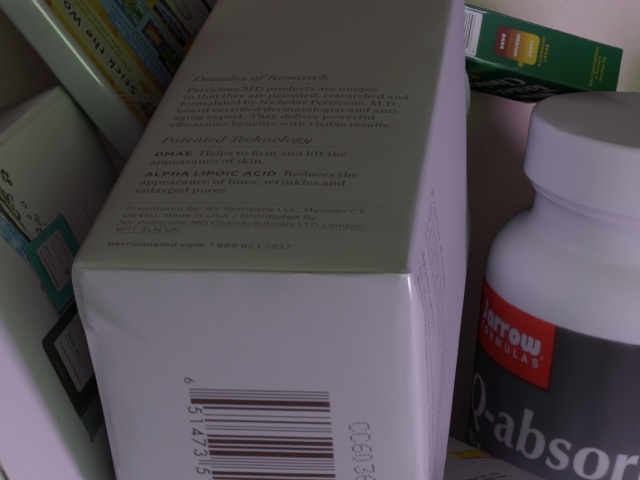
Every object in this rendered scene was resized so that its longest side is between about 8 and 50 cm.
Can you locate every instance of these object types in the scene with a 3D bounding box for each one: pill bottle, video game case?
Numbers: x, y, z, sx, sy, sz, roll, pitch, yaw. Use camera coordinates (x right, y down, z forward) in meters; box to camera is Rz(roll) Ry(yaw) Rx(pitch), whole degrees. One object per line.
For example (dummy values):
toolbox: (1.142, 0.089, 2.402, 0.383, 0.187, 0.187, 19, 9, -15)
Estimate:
pill bottle: (0.211, 0.092, 1.002, 0.210, 0.210, 0.363, -7, 112, -27)
video game case: (-0.133, -0.163, 0.878, 0.227, 0.026, 0.206, 53, 27, -21)

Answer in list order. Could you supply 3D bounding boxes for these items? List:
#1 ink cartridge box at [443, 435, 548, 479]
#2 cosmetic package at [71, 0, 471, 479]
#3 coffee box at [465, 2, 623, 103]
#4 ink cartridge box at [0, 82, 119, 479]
ink cartridge box: (0.031, 0.211, 0.924, 0.201, 0.278, 0.117, -11, 102, -26)
cosmetic package: (0.000, 0.000, 0.807, 0.156, 0.385, 0.217, 0, 120, 8)
coffee box: (0.111, -0.135, 1.031, 0.184, 0.113, 0.040, 10, 88, -29)
ink cartridge box: (-0.211, 0.070, 0.756, 0.198, 0.270, 0.197, -20, 107, 16)
